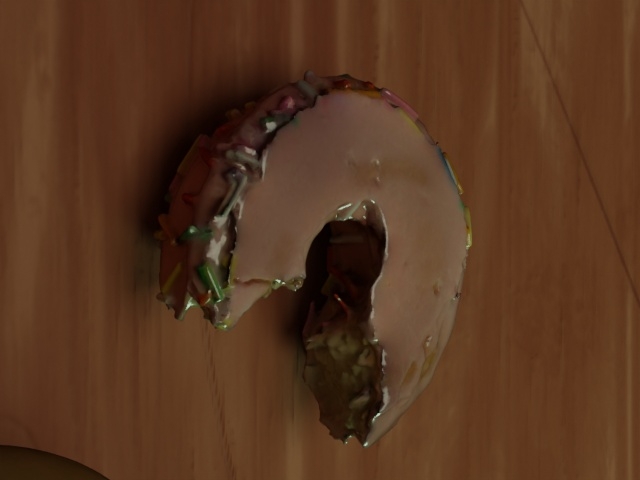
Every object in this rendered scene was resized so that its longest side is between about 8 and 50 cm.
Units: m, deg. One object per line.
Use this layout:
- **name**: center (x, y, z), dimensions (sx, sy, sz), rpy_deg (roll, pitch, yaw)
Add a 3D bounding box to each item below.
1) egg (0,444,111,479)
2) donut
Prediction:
- **egg**: center (-0.167, 0.196, 0.881), dimensions (0.244, 0.201, 0.201), rpy_deg (-19, 107, -54)
- **donut**: center (0.000, 0.000, 1.120), dimensions (0.233, 0.085, 0.199), rpy_deg (44, 63, -39)
